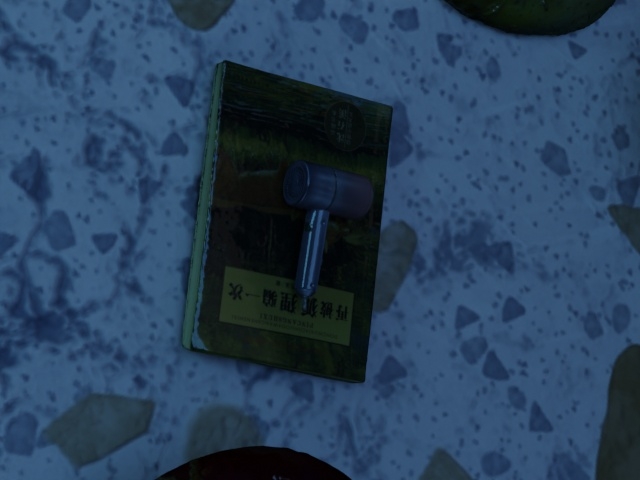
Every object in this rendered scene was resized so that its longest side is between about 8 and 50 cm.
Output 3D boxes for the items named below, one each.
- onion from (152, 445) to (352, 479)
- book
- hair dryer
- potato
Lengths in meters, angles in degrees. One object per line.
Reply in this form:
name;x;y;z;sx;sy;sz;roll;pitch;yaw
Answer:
onion;-0.062;0.257;1.206;0.248;0.161;0.248;1;88;-20
book;-0.023;-0.013;1.344;0.160;0.024;0.228;13;76;-29
hair dryer;0.000;0.000;1.324;0.063;0.037;0.114;13;83;-31
potato;0.183;-0.235;1.475;0.197;0.054;0.119;18;72;-26
